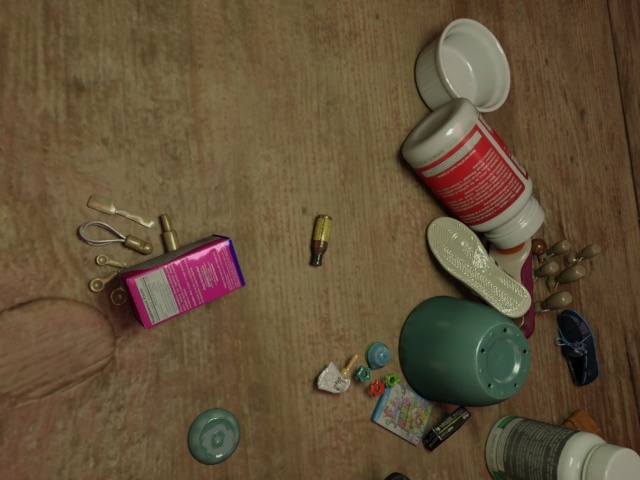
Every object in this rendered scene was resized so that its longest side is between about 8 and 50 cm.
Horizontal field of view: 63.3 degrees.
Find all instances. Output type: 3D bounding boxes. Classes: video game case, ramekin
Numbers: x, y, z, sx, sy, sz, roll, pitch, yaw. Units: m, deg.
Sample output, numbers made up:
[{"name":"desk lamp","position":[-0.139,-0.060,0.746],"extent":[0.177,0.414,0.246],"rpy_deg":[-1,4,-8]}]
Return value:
[{"name":"video game case","position":[0.220,0.454,1.374],"extent":[0.166,0.015,0.119],"rpy_deg":[35,69,-20]},{"name":"ramekin","position":[0.413,-0.491,1.532],"extent":[0.277,0.135,0.278],"rpy_deg":[5,80,-29]}]

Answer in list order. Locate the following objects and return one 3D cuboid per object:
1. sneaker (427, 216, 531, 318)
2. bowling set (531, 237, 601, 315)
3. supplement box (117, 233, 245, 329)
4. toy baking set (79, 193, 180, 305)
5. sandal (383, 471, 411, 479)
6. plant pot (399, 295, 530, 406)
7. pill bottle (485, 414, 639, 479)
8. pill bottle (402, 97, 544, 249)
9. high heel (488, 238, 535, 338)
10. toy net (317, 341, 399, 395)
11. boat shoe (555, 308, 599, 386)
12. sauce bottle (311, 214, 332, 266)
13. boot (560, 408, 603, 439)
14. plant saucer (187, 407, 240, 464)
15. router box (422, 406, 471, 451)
[{"name":"sneaker","position":[0.435,0.083,1.469],"extent":[0.131,0.148,0.350],"rpy_deg":[-41,72,5]},{"name":"bowling set","position":[0.724,0.073,1.645],"extent":[0.200,0.154,0.287],"rpy_deg":[44,66,4]},{"name":"supplement box","position":[-0.284,0.078,1.066],"extent":[0.219,0.111,0.114],"rpy_deg":[-22,105,-26]},{"name":"toy baking set","position":[-0.392,0.020,1.093],"extent":[0.196,0.030,0.257],"rpy_deg":[-10,88,-29]},{"name":"sandal","position":[0.183,0.769,1.277],"extent":[0.167,0.107,0.446],"rpy_deg":[-19,105,-30]},{"name":"plant pot","position":[0.393,0.296,1.352],"extent":[0.292,0.235,0.293],"rpy_deg":[1,87,-27]},{"name":"pill bottle","position":[0.641,0.600,1.385],"extent":[0.204,0.361,0.205],"rpy_deg":[4,81,-27]},{"name":"pill bottle","position":[0.436,-0.175,1.453],"extent":[0.408,0.229,0.229],"rpy_deg":[45,65,-16]},{"name":"high heel","position":[0.593,0.114,1.598],"extent":[0.181,0.127,0.378],"rpy_deg":[41,53,-55]},{"name":"toy net","position":[0.089,0.340,1.305],"extent":[0.232,0.045,0.122],"rpy_deg":[-12,91,-27]},{"name":"boat shoe","position":[0.827,0.350,1.666],"extent":[0.089,0.109,0.259],"rpy_deg":[-26,94,-25]},{"name":"sauce bottle","position":[0.000,0.000,1.301],"extent":[0.042,0.042,0.128],"rpy_deg":[19,76,-25]},{"name":"boot","position":[0.818,0.697,1.628],"extent":[0.220,0.109,0.284],"rpy_deg":[-34,92,-32]},{"name":"plant saucer","position":[-0.228,0.429,1.132],"extent":[0.119,0.021,0.120],"rpy_deg":[4,82,-28]},{"name":"router box","position":[0.336,0.501,1.386],"extent":[0.122,0.092,0.038],"rpy_deg":[-25,59,-29]}]
